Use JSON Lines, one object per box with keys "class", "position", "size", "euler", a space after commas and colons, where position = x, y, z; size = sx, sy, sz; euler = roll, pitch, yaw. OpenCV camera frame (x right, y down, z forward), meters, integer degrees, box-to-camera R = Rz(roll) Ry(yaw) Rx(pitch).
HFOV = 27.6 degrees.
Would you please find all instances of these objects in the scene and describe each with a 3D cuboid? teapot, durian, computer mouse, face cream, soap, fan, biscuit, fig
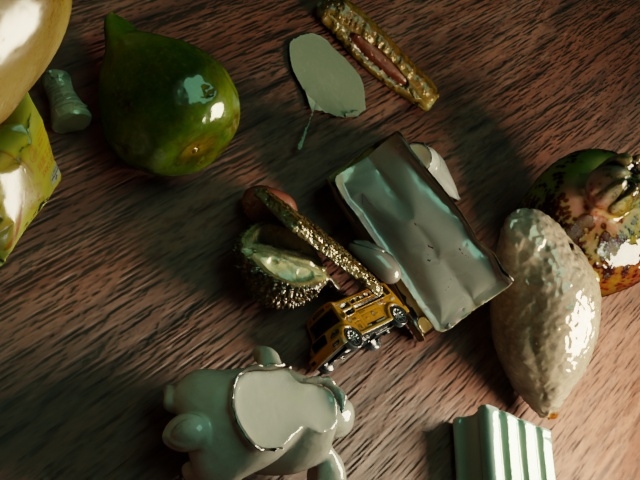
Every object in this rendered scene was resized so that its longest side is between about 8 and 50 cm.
{"class": "teapot", "position": [-0.355, -0.193, 1.808], "size": [0.067, 0.057, 0.083], "euler": [59, 7, -72]}
{"class": "durian", "position": [-0.056, 0.053, 1.906], "size": [0.188, 0.091, 0.148], "euler": [15, 33, -27]}
{"class": "computer mouse", "position": [0.088, 0.028, 2.021], "size": [0.096, 0.039, 0.066], "euler": [43, 4, 4]}
{"class": "face cream", "position": [0.197, -0.124, 2.279], "size": [0.092, 0.058, 0.243], "euler": [66, 15, 13]}
{"class": "soap", "position": [0.291, 0.404, 2.020], "size": [0.159, 0.087, 0.265], "euler": [25, 48, -33]}
{"class": "fan", "position": [-0.004, -0.244, 2.231], "size": [0.182, 0.010, 0.310], "euler": [41, 38, -17]}
{"class": "biscuit", "position": [0.000, 0.000, 1.941], "size": [0.231, 0.025, 0.131], "euler": [38, 4, -42]}
{"class": "fig", "position": [-0.245, -0.226, 1.860], "size": [0.206, 0.206, 0.275], "euler": [-13, 60, -49]}

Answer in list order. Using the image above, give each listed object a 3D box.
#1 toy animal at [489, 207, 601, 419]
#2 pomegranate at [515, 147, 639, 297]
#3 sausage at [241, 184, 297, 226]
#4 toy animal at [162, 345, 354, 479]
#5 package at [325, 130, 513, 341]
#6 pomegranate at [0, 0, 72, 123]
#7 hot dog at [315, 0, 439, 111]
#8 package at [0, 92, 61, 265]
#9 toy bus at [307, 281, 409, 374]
{"class": "toy animal", "position": [0.382, 0.121, 2.211], "size": [0.226, 0.188, 0.358], "euler": [-11, 101, -70]}
{"class": "pomegranate", "position": [0.501, -0.046, 2.343], "size": [0.285, 0.341, 0.285], "euler": [2, 68, -5]}
{"class": "sausage", "position": [-0.077, -0.050, 1.983], "size": [0.094, 0.059, 0.054], "euler": [16, 54, -39]}
{"class": "toy animal", "position": [-0.062, 0.252, 1.717], "size": [0.325, 0.154, 0.208], "euler": [32, 51, -33]}
{"class": "package", "position": [0.135, -0.002, 2.126], "size": [0.165, 0.221, 0.311], "euler": [-37, 95, -12]}
{"class": "pomegranate", "position": [-0.489, -0.266, 1.475], "size": [0.416, 0.416, 0.417], "euler": [26, 48, -32]}
{"class": "hot dog", "position": [0.110, -0.344, 2.378], "size": [0.289, 0.068, 0.083], "euler": [39, 35, -18]}
{"class": "package", "position": [-0.397, -0.078, 1.632], "size": [0.226, 0.090, 0.168], "euler": [-66, 150, -44]}
{"class": "toy bus", "position": [0.047, 0.129, 1.968], "size": [0.088, 0.083, 0.194], "euler": [53, 35, 12]}
